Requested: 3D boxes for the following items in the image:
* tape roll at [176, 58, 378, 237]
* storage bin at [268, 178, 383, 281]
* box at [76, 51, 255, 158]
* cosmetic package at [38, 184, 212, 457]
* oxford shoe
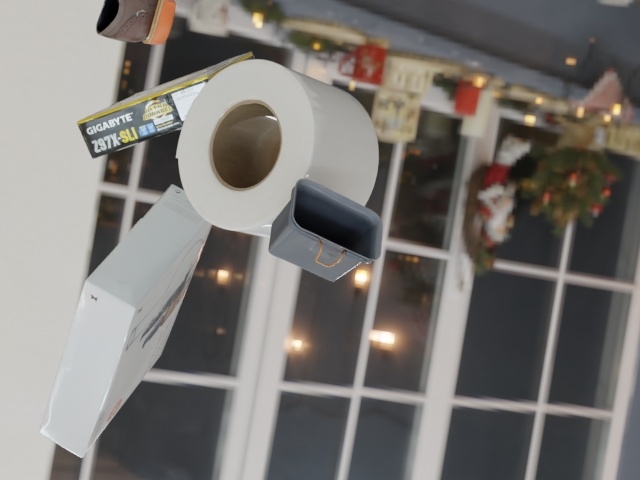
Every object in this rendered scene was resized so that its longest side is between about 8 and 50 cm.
[{"bbox_3d":[-0.060,-0.124,1.778,0.246,0.246,0.169,9,179,36],"label":"tape roll"},{"bbox_3d":[0.000,0.000,1.604,0.135,0.098,0.091,24,138,-21],"label":"storage bin"},{"bbox_3d":[-0.263,-0.249,2.230,0.257,0.079,0.322,-19,-169,16],"label":"box"},{"bbox_3d":[-0.313,0.132,1.997,0.097,0.377,0.284,30,-139,6],"label":"cosmetic package"},{"bbox_3d":[-0.231,-0.371,1.581,0.098,0.271,0.097,-5,-141,-26],"label":"oxford shoe"}]
